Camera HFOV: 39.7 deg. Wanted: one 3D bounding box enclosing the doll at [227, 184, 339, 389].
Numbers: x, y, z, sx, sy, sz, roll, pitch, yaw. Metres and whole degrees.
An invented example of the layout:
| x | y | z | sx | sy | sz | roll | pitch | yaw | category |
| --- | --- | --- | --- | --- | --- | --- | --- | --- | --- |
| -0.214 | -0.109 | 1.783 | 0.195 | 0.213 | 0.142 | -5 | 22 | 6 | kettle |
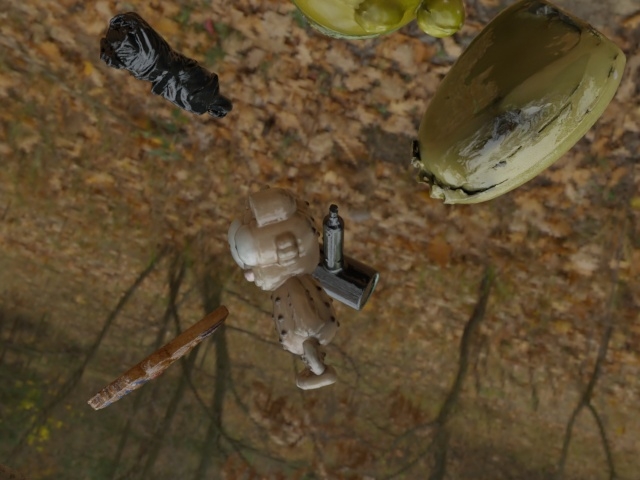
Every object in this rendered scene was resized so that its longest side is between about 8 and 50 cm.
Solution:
| x | y | z | sx | sy | sz | roll | pitch | yaw | category |
| --- | --- | --- | --- | --- | --- | --- | --- | --- | --- |
| -0.041 | 0.060 | 1.167 | 0.119 | 0.278 | 0.154 | -16 | 167 | -9 | doll |

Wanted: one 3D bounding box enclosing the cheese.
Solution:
| x | y | z | sx | sy | sz | roll | pitch | yaw | category |
| --- | --- | --- | --- | --- | --- | --- | --- | --- | --- |
| 0.255 | -0.183 | 1.228 | 0.128 | 0.316 | 0.259 | 39 | -170 | -30 | cheese |

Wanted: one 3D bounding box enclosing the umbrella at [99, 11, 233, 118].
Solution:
| x | y | z | sx | sy | sz | roll | pitch | yaw | category |
| --- | --- | --- | --- | --- | --- | --- | --- | --- | --- |
| -0.175 | -0.203 | 1.078 | 0.059 | 0.066 | 0.236 | 49 | -168 | 28 | umbrella |

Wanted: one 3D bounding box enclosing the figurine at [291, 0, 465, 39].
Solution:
| x | y | z | sx | sy | sz | roll | pitch | yaw | category |
| --- | --- | --- | --- | --- | --- | --- | --- | --- | --- |
| 0.084 | -0.415 | 1.188 | 0.324 | 0.340 | 0.231 | 34 | 144 | 1 | figurine |

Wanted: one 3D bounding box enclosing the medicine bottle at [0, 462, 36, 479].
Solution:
| x | y | z | sx | sy | sz | roll | pitch | yaw | category |
| --- | --- | --- | --- | --- | --- | --- | --- | --- | --- |
| -0.236 | 0.217 | 0.667 | 0.130 | 0.080 | 0.080 | 35 | 159 | -20 | medicine bottle |

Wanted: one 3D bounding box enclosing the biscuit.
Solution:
| x | y | z | sx | sy | sz | roll | pitch | yaw | category |
| --- | --- | --- | --- | --- | --- | --- | --- | --- | --- |
| -0.260 | 0.193 | 1.435 | 0.043 | 0.280 | 0.183 | 58 | -175 | -2 | biscuit |

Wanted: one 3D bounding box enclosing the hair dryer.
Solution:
| x | y | z | sx | sy | sz | roll | pitch | yaw | category |
| --- | --- | --- | --- | --- | --- | --- | --- | --- | --- |
| 0.000 | 0.000 | 1.456 | 0.196 | 0.078 | 0.248 | 26 | 151 | 14 | hair dryer |
